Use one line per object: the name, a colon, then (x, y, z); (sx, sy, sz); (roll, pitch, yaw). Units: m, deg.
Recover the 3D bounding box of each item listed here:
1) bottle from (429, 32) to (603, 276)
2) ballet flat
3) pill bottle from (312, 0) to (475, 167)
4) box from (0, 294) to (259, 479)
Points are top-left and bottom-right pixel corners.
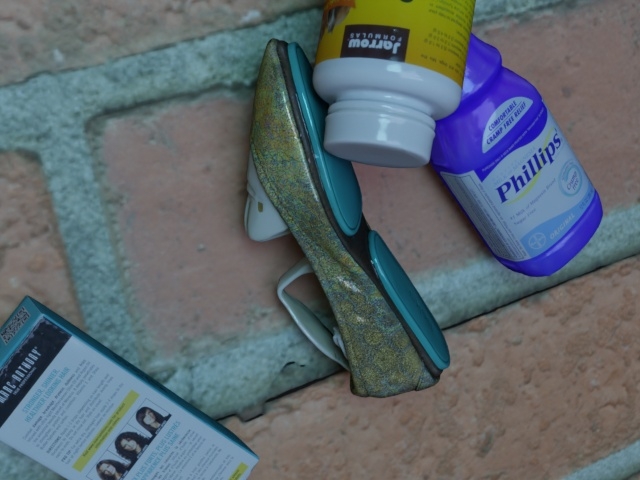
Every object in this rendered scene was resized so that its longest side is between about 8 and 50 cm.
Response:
bottle: (0.158, -0.096, 0.926); (0.118, 0.092, 0.283); (-45, 118, -14)
ballet flat: (0.000, 0.000, 0.867); (0.123, 0.123, 0.349); (-35, 114, -16)
pill bottle: (0.060, -0.170, 0.776); (0.117, 0.117, 0.215); (13, 82, -30)
box: (-0.174, 0.157, 0.835); (0.244, 0.060, 0.100); (41, 82, -29)
